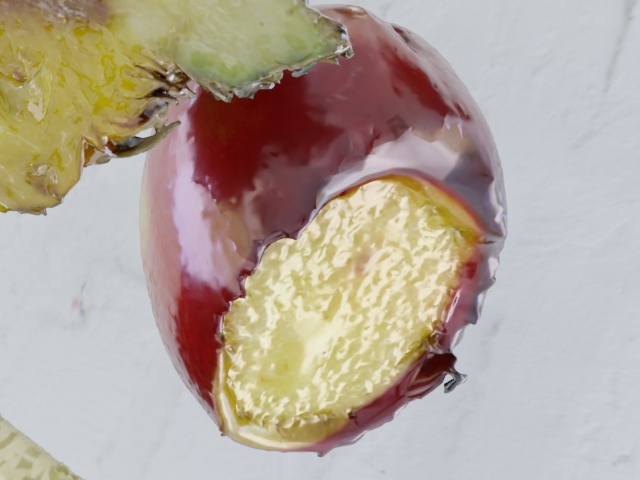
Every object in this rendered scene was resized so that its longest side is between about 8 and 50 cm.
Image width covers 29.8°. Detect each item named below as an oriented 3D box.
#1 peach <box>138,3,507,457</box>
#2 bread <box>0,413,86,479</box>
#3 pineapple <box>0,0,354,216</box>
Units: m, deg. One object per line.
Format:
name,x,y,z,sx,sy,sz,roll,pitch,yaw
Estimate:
peach,0.000,0.000,0.612,0.196,0.190,0.226,-3,-94,19
bread,-0.233,0.241,0.564,0.242,0.405,0.346,30,-122,20
pineapple,-0.061,-0.123,0.515,0.164,0.140,0.250,7,-82,3
